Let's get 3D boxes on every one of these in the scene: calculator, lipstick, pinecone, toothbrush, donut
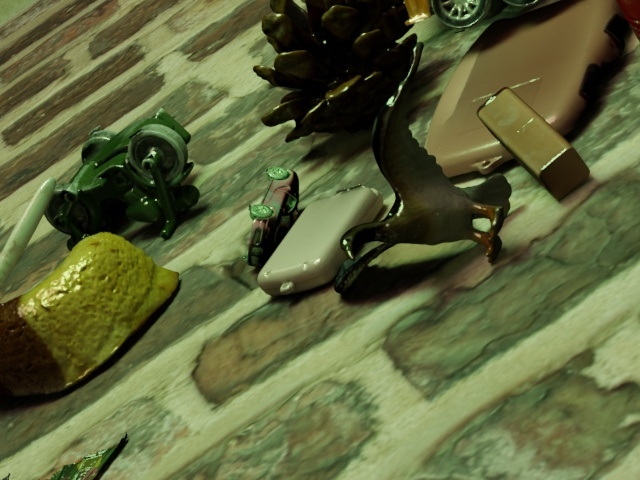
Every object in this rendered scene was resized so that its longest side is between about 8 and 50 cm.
[{"bbox_3d":[0.219,-0.173,1.824,0.220,0.048,0.330,-16,30,33],"label":"calculator"},{"bbox_3d":[0.203,-0.096,1.641,0.045,0.045,0.145,-39,35,2],"label":"lipstick"},{"bbox_3d":[0.017,-0.226,2.022,0.202,0.201,0.229,-7,6,23],"label":"pinecone"},{"bbox_3d":[-0.398,0.057,2.083,0.029,0.025,0.307,13,72,50],"label":"toothbrush"},{"bbox_3d":[0.000,0.000,1.779,0.100,0.032,0.175,-14,29,40],"label":"calculator"},{"bbox_3d":[-0.314,0.098,1.902,0.295,0.112,0.151,-29,20,14],"label":"donut"}]

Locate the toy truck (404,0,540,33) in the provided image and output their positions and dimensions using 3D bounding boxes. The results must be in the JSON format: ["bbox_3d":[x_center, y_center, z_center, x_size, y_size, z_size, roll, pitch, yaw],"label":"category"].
[{"bbox_3d":[0.261,-0.381,1.898,0.387,0.207,0.173,-18,6,18],"label":"toy truck"}]

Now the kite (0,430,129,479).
[{"bbox_3d":[-0.317,0.294,1.629,0.321,0.016,0.234,-32,23,5],"label":"kite"}]

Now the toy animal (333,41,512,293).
[{"bbox_3d":[0.091,-0.030,1.567,0.160,0.273,0.197,10,28,8],"label":"toy animal"}]

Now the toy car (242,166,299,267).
[{"bbox_3d":[-0.050,-0.024,1.864,0.055,0.069,0.142,13,34,5],"label":"toy car"}]

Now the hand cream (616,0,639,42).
[{"bbox_3d":[0.385,-0.267,1.689,0.193,0.125,0.193,-27,23,12],"label":"hand cream"}]

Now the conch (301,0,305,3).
[{"bbox_3d":[0.039,-0.424,2.420,0.162,0.245,0.178,18,63,14],"label":"conch"}]

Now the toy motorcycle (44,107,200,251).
[{"bbox_3d":[-0.240,-0.082,2.177,0.275,0.127,0.205,-26,21,34],"label":"toy motorcycle"}]
